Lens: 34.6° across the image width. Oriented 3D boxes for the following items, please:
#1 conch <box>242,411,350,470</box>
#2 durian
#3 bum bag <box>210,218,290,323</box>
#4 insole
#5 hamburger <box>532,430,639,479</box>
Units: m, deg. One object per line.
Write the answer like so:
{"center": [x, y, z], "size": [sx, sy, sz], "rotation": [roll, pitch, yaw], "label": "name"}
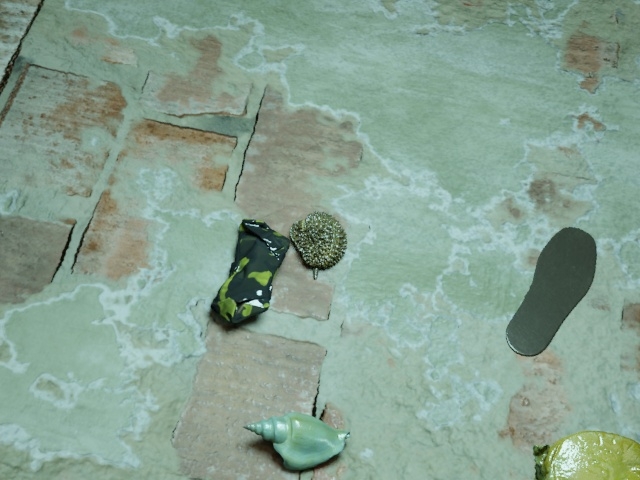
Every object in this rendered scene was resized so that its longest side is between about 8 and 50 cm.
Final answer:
{"center": [-0.039, 0.322, 1.672], "size": [0.180, 0.065, 0.088], "rotation": [10, 53, -7], "label": "conch"}
{"center": [-0.002, -0.001, 1.904], "size": [0.110, 0.071, 0.140], "rotation": [5, 59, -3], "label": "durian"}
{"center": [-0.125, 0.056, 1.852], "size": [0.106, 0.060, 0.232], "rotation": [7, 52, 9], "label": "bum bag"}
{"center": [0.439, 0.092, 1.928], "size": [0.111, 0.007, 0.328], "rotation": [28, 57, 14], "label": "insole"}
{"center": [0.439, 0.411, 1.636], "size": [0.189, 0.122, 0.215], "rotation": [-13, 61, -8], "label": "hamburger"}
